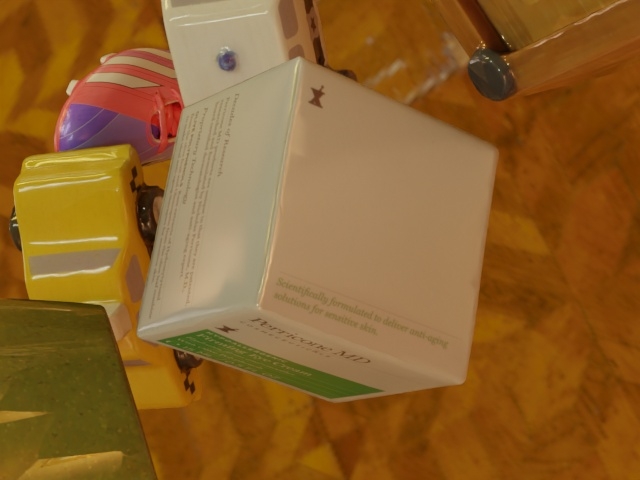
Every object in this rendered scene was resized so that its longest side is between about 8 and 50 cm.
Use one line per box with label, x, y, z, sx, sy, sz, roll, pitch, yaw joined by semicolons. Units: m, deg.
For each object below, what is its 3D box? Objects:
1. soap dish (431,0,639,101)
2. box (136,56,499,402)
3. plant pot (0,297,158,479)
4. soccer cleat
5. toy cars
soap dish;0.082;-0.196;0.628;0.118;0.291;0.229;-39;8;-25
box;0.000;0.000;0.647;0.087;0.101;0.102;-17;57;52
plant pot;-0.218;0.136;0.750;0.294;0.275;0.274;-16;61;-9
soccer cleat;-0.083;-0.091;1.169;0.095;0.248;0.083;19;112;27
toy cars;-0.094;-0.036;1.020;0.176;0.087;0.393;31;120;-1
